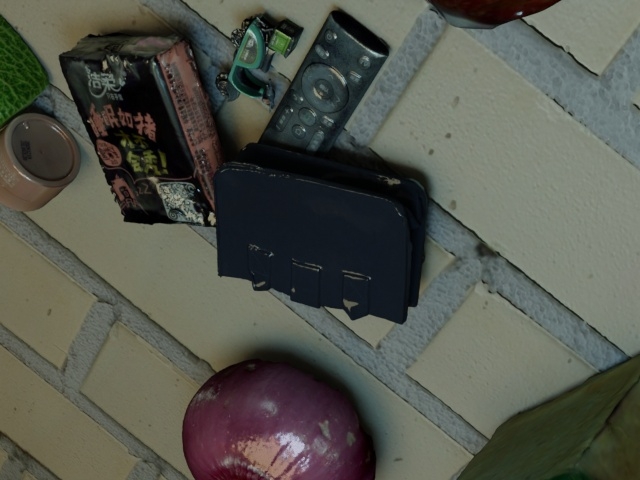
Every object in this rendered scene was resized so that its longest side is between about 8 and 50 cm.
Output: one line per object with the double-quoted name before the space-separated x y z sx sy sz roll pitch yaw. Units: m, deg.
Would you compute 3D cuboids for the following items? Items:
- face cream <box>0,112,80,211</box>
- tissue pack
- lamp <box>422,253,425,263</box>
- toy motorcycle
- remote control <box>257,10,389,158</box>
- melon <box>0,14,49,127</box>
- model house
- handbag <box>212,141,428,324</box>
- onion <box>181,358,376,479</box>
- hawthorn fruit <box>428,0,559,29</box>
"face cream" -0.512 -0.138 2.123 0.104 0.149 0.149 -32 100 41
"tissue pack" -0.266 -0.179 1.952 0.245 0.123 0.332 6 127 35
"lamp" 0.133 -0.004 1.879 0.063 0.031 0.083 6 120 28
"toy motorcycle" -0.098 -0.268 1.827 0.100 0.058 0.173 31 131 4
"remote control" -0.019 -0.183 1.844 0.107 0.044 0.377 36 134 2
"melon" -0.691 -0.300 2.101 0.331 0.226 0.343 -42 95 4
"model house" 0.426 0.419 1.785 0.342 0.334 0.382 49 143 -4
"handbag" 0.000 0.000 1.870 0.326 0.118 0.269 16 125 20
"onion" -0.090 0.393 2.123 0.358 0.345 0.358 39 170 8
"hawthorn fruit" 0.218 -0.410 1.382 0.308 0.325 0.308 165 90 -79
